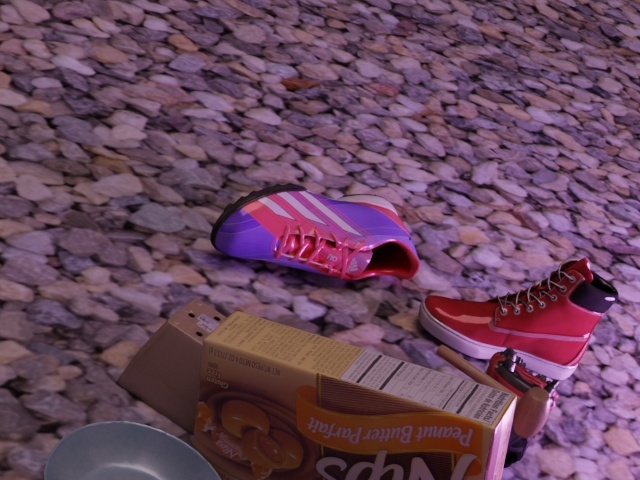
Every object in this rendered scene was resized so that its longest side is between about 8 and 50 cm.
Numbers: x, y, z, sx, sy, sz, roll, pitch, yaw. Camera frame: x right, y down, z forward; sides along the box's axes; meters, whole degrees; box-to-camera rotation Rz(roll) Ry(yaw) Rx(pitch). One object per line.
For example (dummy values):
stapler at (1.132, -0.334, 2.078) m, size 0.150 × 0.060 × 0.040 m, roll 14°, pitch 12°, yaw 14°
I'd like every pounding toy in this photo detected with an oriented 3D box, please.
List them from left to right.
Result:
pounding toy at (0.120, 0.223, 1.924) m, size 0.269 × 0.154 × 0.155 m, roll 4°, pitch 31°, yaw -3°

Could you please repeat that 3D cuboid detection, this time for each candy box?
candy box at (0.028, 0.207, 1.725) m, size 0.316 × 0.183 × 0.087 m, roll 15°, pitch 26°, yaw 17°

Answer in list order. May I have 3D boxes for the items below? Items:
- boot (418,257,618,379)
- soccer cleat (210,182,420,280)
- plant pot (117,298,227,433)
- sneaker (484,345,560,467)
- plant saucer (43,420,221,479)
boot at (0.265, 0.077, 2.235) m, size 0.244 × 0.176 × 0.088 m, roll 16°, pitch 32°, yaw -18°
soccer cleat at (0.000, 0.000, 2.218) m, size 0.318 × 0.109 × 0.116 m, roll 1°, pitch 42°, yaw -43°
plant pot at (-0.143, 0.132, 1.883) m, size 0.109 × 0.096 × 0.109 m, roll 32°, pitch 30°, yaw 9°
sneaker at (0.226, 0.208, 2.069) m, size 0.097 × 0.135 × 0.276 m, roll 34°, pitch 6°, yaw 7°
plant saucer at (-0.186, 0.263, 1.682) m, size 0.194 × 0.037 × 0.195 m, roll 16°, pitch 36°, yaw -12°
